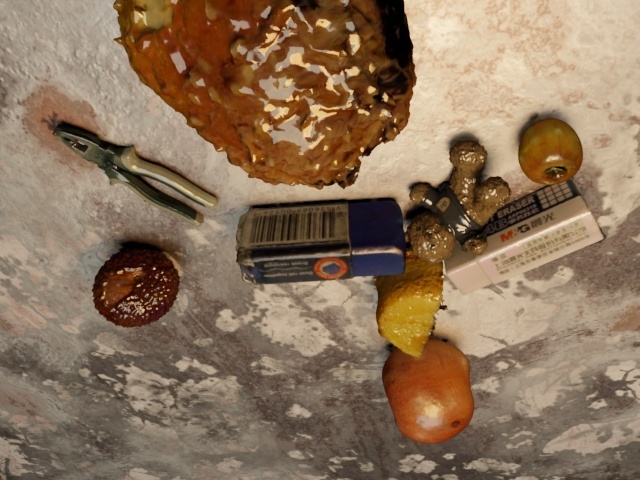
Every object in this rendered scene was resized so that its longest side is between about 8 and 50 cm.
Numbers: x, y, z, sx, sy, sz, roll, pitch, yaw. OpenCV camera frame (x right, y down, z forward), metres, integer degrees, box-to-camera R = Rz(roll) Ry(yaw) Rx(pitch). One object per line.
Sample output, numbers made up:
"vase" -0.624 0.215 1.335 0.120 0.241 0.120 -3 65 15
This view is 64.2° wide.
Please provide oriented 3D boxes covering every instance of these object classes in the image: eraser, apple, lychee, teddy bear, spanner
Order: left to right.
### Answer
"lychee" -0.412 0.112 1.143 0.187 0.188 0.188 1 134 2
"spanner" -0.358 -0.128 0.999 0.324 0.040 0.095 31 127 -25
"eraser" 0.000 0.000 1.028 0.331 0.155 0.102 -3 135 4
"apple" 0.281 0.379 1.302 0.253 0.254 0.254 1 134 2
"teddy bear" 0.269 -0.058 0.983 0.129 0.182 0.251 -8 146 -43
"eraser" 0.390 -0.007 1.016 0.287 0.130 0.086 -27 124 27
"apple" 0.406 -0.157 0.896 0.114 0.102 0.099 22 144 -27

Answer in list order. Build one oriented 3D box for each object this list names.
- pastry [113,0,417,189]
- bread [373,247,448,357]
"pastry" -0.047 -0.278 0.673 0.405 0.292 0.337 39 127 -10
"bread" 0.189 0.133 1.143 0.147 0.160 0.261 9 140 3
